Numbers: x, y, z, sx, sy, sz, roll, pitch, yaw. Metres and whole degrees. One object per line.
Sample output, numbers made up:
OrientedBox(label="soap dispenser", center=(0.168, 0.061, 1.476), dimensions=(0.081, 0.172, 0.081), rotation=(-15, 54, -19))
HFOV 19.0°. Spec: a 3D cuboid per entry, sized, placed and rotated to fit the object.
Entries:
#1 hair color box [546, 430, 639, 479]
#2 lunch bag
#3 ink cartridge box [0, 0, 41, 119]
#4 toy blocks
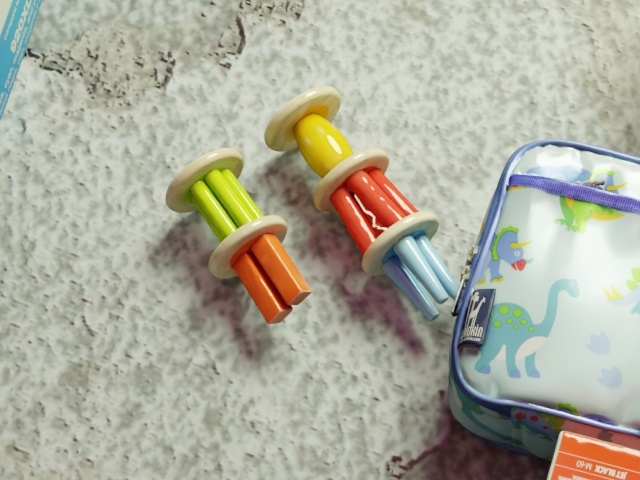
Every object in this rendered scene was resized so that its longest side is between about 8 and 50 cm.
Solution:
OrientedBox(label="hair color box", center=(0.124, 0.192, 0.973), dimensions=(0.053, 0.093, 0.167), rotation=(15, 70, 12))
OrientedBox(label="lunch bag", center=(0.184, 0.042, 1.035), dimensions=(0.219, 0.090, 0.176), rotation=(16, 67, 11))
OrientedBox(label="ink cartridge box", center=(-0.277, -0.163, 1.088), dimensions=(0.171, 0.232, 0.168), rotation=(12, 69, 10))
OrientedBox(label="toy blocks", center=(0.000, 0.000, 1.089), dimensions=(0.123, 0.054, 0.148), rotation=(-33, 68, -9))
